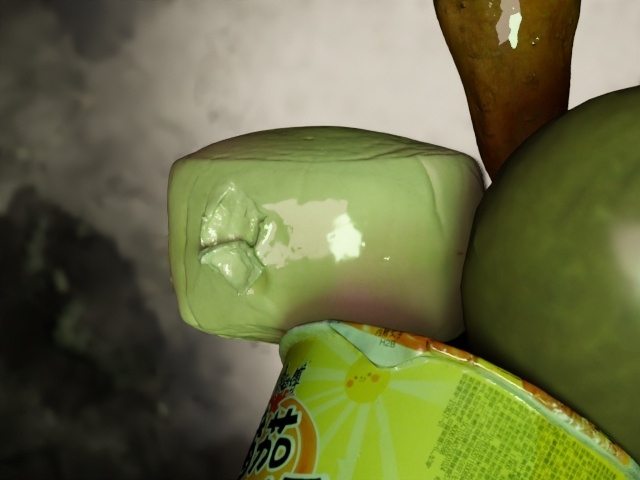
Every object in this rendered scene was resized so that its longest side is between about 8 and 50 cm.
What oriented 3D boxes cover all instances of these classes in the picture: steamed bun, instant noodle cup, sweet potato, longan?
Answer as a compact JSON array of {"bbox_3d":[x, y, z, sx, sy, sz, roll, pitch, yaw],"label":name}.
[{"bbox_3d":[0.000,0.000,0.732,0.239,0.152,0.170,2,95,14],"label":"steamed bun"},{"bbox_3d":[0.047,0.201,0.620,0.264,0.264,0.200,24,67,9],"label":"instant noodle cup"},{"bbox_3d":[0.134,-0.189,0.718,0.112,0.112,0.359,6,98,11],"label":"sweet potato"},{"bbox_3d":[0.232,0.011,0.630,0.243,0.300,0.300,38,102,44],"label":"longan"}]
